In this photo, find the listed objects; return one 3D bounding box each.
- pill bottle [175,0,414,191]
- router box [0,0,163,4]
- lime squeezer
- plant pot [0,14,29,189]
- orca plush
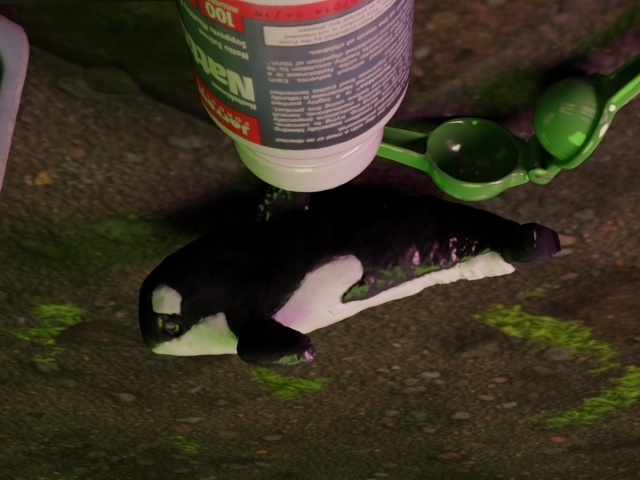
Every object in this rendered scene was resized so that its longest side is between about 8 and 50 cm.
[{"bbox_3d":[-0.010,-0.100,0.521,0.108,0.108,0.180,-1,152,3],"label":"pill bottle"},{"bbox_3d":[-0.123,-0.150,0.506,0.122,0.038,0.092,-1,153,2],"label":"router box"},{"bbox_3d":[0.110,-0.080,0.638,0.310,0.059,0.110,-14,119,28],"label":"lime squeezer"},{"bbox_3d":[-0.318,0.005,0.601,0.248,0.247,0.252,12,167,-21],"label":"plant pot"},{"bbox_3d":[0.000,0.000,0.722,0.287,0.151,0.102,-6,119,31],"label":"orca plush"}]
